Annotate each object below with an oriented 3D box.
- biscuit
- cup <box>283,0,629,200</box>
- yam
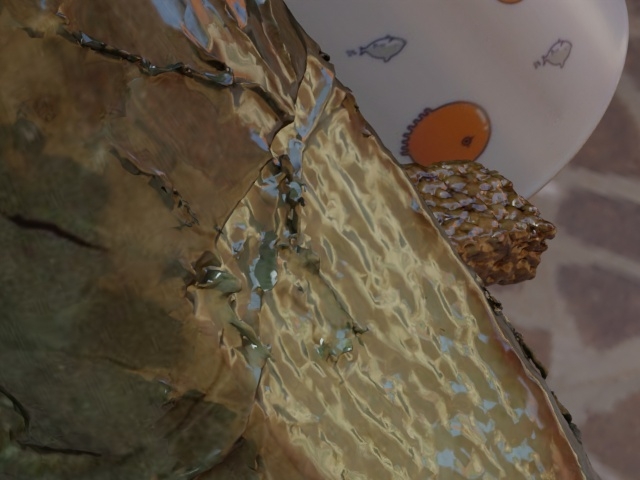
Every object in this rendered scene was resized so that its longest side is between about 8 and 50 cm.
[{"bbox_3d":[0.000,0.000,0.724,0.199,0.034,0.064,-9,44,-30],"label":"biscuit"},{"bbox_3d":[-0.011,-0.167,0.884,0.212,0.317,0.212,-22,45,23],"label":"cup"},{"bbox_3d":[-0.038,0.018,0.439,0.254,0.154,0.154,53,27,-26],"label":"yam"}]
